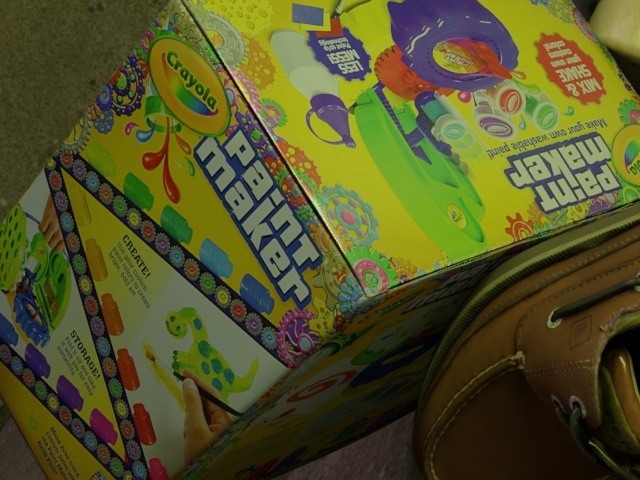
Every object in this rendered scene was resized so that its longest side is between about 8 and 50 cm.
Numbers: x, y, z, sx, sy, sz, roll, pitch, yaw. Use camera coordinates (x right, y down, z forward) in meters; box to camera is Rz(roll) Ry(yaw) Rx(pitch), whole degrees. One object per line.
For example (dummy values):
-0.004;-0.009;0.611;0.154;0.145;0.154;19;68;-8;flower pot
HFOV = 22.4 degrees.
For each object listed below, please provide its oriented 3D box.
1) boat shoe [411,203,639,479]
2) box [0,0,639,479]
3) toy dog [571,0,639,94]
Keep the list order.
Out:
0.139;0.054;0.729;0.307;0.110;0.104;-45;18;40;boat shoe
0.000;0.000;0.908;0.290;0.177;0.279;-17;-21;-46;box
0.164;-0.180;1.042;0.333;0.161;0.220;-30;30;61;toy dog
